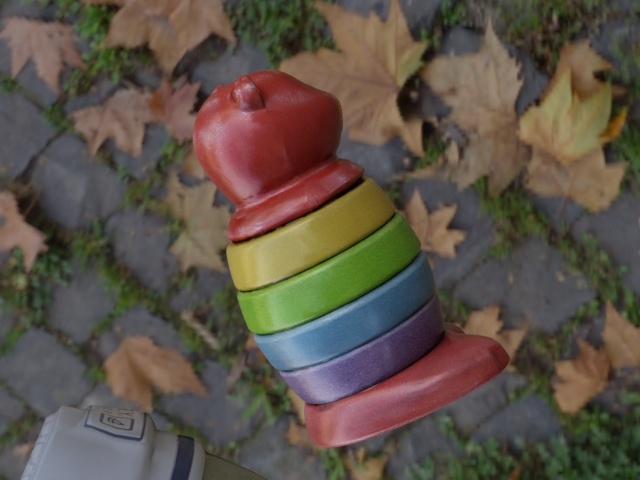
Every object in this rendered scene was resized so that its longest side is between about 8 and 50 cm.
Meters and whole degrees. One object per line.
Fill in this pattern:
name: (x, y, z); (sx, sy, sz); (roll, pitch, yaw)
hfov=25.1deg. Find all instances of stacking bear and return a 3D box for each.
stacking bear: (0.000, 0.000, 1.132); (0.164, 0.175, 0.289); (-28, 97, -9)

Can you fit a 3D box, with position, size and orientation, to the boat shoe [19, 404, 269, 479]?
boat shoe: (-0.064, 0.185, 0.301); (0.094, 0.302, 0.109); (19, 164, -4)
